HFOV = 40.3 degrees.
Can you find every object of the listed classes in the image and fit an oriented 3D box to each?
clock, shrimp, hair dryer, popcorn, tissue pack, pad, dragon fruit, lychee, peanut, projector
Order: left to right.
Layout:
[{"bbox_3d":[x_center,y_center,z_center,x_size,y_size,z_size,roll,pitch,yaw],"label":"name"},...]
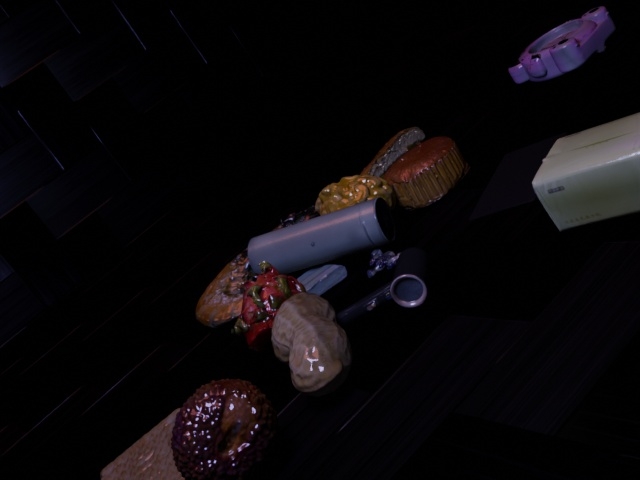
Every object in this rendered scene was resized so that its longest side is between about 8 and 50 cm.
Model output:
[{"bbox_3d":[-0.156,0.314,1.424,0.188,0.188,0.188,-31,18,11],"label":"lychee"},{"bbox_3d":[-0.136,0.060,2.223,0.445,0.085,0.272,-45,25,-23],"label":"shrimp"},{"bbox_3d":[-0.105,0.140,1.801,0.166,0.160,0.172,-8,41,1],"label":"dragon fruit"},{"bbox_3d":[-0.019,0.188,1.586,0.136,0.120,0.298,-47,20,5],"label":"peanut"},{"bbox_3d":[0.000,0.000,1.968,0.337,0.108,0.108,-17,23,25],"label":"projector"},{"bbox_3d":[0.074,-0.074,2.046,0.194,0.140,0.164,5,79,34],"label":"popcorn"},{"bbox_3d":[0.102,0.109,1.692,0.255,0.070,0.128,-31,16,26],"label":"hair dryer"},{"bbox_3d":[0.420,-0.135,1.847,0.159,0.009,0.265,-18,25,41],"label":"pad"},{"bbox_3d":[0.633,-0.505,2.309,0.227,0.090,0.248,-44,18,-29],"label":"clock"},{"bbox_3d":[0.497,-0.121,1.466,0.234,0.125,0.159,-17,24,46],"label":"tissue pack"}]

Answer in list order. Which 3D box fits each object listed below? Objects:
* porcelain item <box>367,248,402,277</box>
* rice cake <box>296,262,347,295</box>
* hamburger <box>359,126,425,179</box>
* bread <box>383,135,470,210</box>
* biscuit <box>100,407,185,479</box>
[{"bbox_3d":[0.127,0.052,1.855,0.075,0.021,0.136,-44,19,-15],"label":"porcelain item"},{"bbox_3d":[-0.054,0.128,1.946,0.237,0.043,0.127,-40,18,-16],"label":"rice cake"},{"bbox_3d":[0.177,-0.183,2.217,0.262,0.124,0.131,-45,20,-32],"label":"hamburger"},{"bbox_3d":[0.247,-0.166,2.076,0.199,0.104,0.199,-29,20,11],"label":"bread"},{"bbox_3d":[-0.305,0.432,1.590,0.217,0.044,0.325,-38,18,-8],"label":"biscuit"}]
